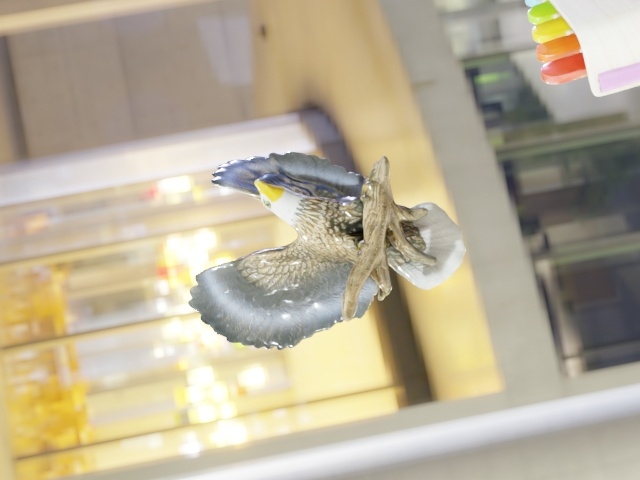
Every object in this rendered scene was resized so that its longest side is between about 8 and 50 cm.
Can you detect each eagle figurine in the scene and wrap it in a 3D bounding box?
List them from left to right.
[{"bbox_3d":[-0.007,-0.008,2.073,0.298,0.226,0.225,-15,-75,57],"label":"eagle figurine"}]

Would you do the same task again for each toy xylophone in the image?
[{"bbox_3d":[0.376,-0.307,2.293,0.322,0.236,0.081,-99,176,-56],"label":"toy xylophone"}]
